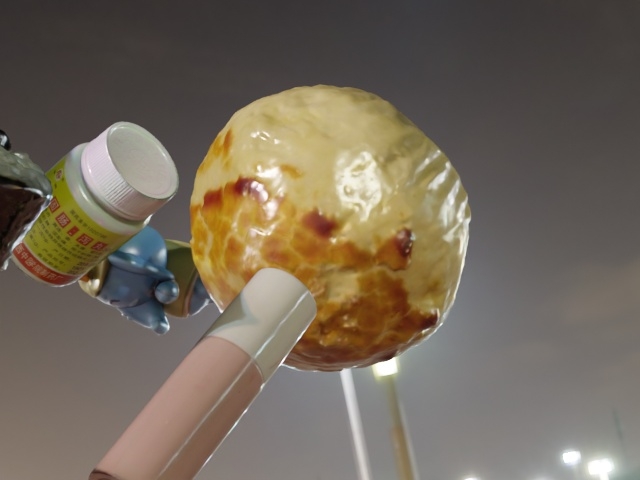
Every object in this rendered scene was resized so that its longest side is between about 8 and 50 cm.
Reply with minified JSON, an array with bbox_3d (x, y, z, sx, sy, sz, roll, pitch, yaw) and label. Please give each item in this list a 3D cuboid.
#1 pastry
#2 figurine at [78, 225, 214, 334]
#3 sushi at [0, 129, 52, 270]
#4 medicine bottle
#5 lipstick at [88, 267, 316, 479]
[{"bbox_3d":[0.000,0.000,1.720,0.313,0.388,0.388,-39,4,-35],"label":"pastry"},{"bbox_3d":[-0.261,0.047,2.020,0.262,0.180,0.153,21,-66,-13],"label":"figurine"},{"bbox_3d":[-0.332,-0.064,1.109,0.115,0.212,0.147,-53,12,13],"label":"sushi"},{"bbox_3d":[-0.305,-0.047,1.771,0.225,0.139,0.139,-35,-25,30],"label":"medicine bottle"},{"bbox_3d":[-0.095,0.129,1.148,0.070,0.070,0.254,-31,17,51],"label":"lipstick"}]
